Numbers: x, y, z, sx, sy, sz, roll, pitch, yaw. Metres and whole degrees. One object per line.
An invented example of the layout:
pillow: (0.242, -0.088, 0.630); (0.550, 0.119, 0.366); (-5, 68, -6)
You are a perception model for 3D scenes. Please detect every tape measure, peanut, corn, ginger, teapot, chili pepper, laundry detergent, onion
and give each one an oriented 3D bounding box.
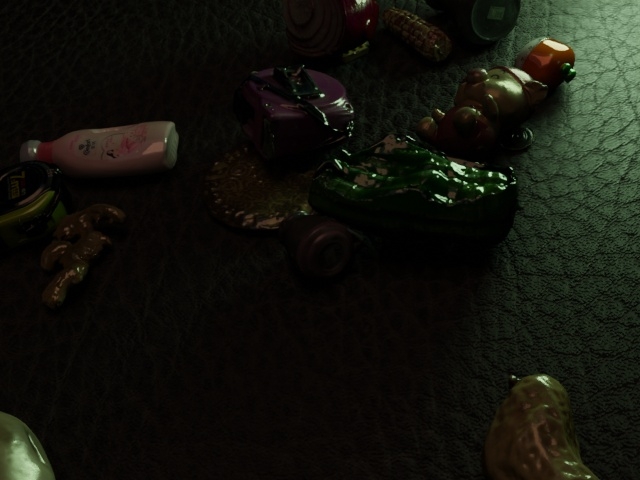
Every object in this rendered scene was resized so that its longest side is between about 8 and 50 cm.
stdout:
tape measure: (-0.603, -0.072, 2.045); (0.186, 0.112, 0.199); (-20, 49, 0)
tape measure: (-0.051, -0.270, 2.081); (0.231, 0.149, 0.245); (-14, 38, -28)
peanut: (0.314, 0.331, 1.413); (0.159, 0.143, 0.291); (-36, 44, 23)
corn: (0.222, -0.489, 2.346); (0.079, 0.079, 0.237); (-26, 40, -15)
ginger: (-0.488, 0.032, 1.950); (0.149, 0.065, 0.259); (-1, 48, 29)
teapot: (0.366, -0.569, 2.350); (0.203, 0.171, 0.225); (5, 27, -31)
chili pepper: (0.179, -0.076, 1.841); (0.384, 0.168, 0.213); (11, 32, 12)
teapot: (-0.004, -0.007, 1.852); (0.148, 0.116, 0.146); (-33, 37, -16)
laundry detergent: (-0.481, -0.192, 2.161); (0.335, 0.088, 0.159); (-3, 39, 9)
onion: (0.035, -0.552, 2.321); (0.206, 0.216, 0.207); (13, 41, 24)

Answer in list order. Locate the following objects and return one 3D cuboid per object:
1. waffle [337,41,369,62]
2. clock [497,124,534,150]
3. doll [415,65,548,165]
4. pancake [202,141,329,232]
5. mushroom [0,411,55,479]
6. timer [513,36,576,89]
waffle: (0.064, -0.477, 2.399); (0.092, 0.021, 0.135); (-25, 45, -15)
clock: (0.403, -0.212, 2.057); (0.074, 0.010, 0.083); (2, 44, 14)
doll: (0.326, -0.265, 2.024); (0.196, 0.152, 0.256); (28, 55, 34)
pancake: (-0.105, -0.115, 2.046); (0.288, 0.033, 0.286); (1, 42, 12)
mushroom: (-0.553, 0.398, 1.418); (0.353, 0.353, 0.325); (-11, 74, 0)
timer: (0.494, -0.377, 2.148); (0.136, 0.099, 0.136); (-13, 47, 14)
